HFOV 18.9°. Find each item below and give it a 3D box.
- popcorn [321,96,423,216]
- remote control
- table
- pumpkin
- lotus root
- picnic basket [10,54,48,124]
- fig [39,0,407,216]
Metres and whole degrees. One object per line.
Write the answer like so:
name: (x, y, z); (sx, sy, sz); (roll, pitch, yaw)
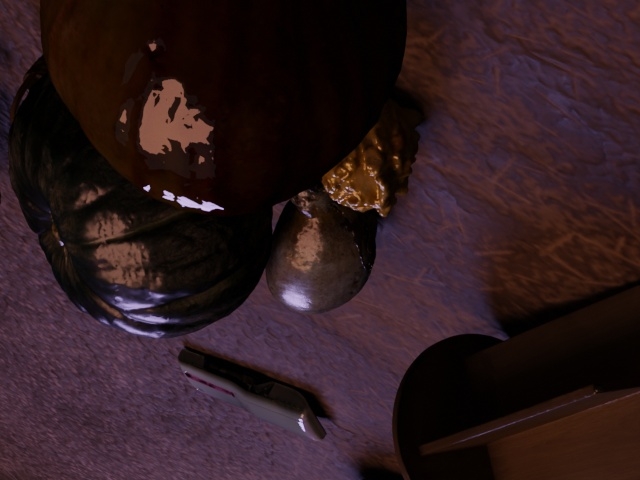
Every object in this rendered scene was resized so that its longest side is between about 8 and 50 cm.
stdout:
popcorn: (0.035, -0.057, 1.291); (0.057, 0.083, 0.082); (17, 122, 21)
remote control: (-0.071, 0.154, 1.914); (0.166, 0.029, 0.065); (18, 154, 32)
table: (0.182, 0.122, 1.390); (0.167, 0.167, 0.226); (39, 148, -15)
pumpkin: (-0.131, -0.037, 1.406); (0.220, 0.162, 0.220); (45, 148, 37)
lotus root: (0.002, 0.002, 1.439); (0.088, 0.088, 0.165); (29, 152, 9)
picnic basket: (-0.207, -0.104, 1.492); (0.072, 0.083, 0.072); (26, 157, 12)
fig: (-0.055, -0.177, 1.043); (0.217, 0.217, 0.321); (23, 138, 21)
